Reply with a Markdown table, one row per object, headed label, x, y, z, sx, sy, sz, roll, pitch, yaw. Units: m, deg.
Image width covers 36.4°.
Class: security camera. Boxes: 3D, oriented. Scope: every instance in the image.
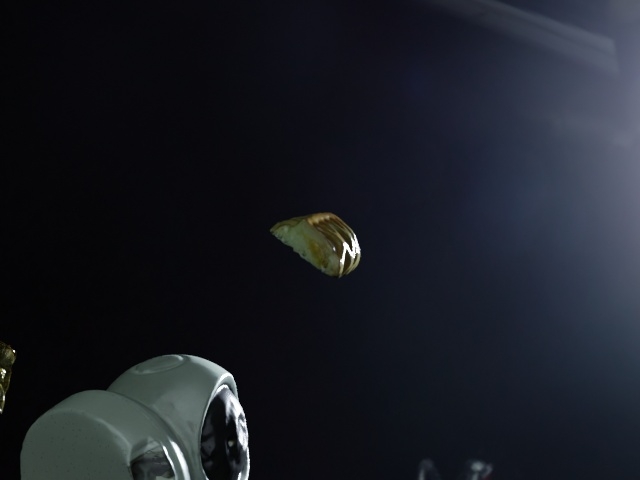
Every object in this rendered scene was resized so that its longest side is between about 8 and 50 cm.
| label | x | y | z | sx | sy | sz | roll | pitch | yaw |
| --- | --- | --- | --- | --- | --- | --- | --- | --- | --- |
| security camera | -0.179 | 0.227 | 1.058 | 0.194 | 0.195 | 0.236 | 40 | -152 | 16 |

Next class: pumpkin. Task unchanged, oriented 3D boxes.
| label | x | y | z | sx | sy | sz | roll | pitch | yaw |
| --- | --- | --- | --- | --- | --- | --- | --- | --- | --- |
| pumpkin | -0.375 | 0.146 | 1.075 | 0.054 | 0.074 | 0.083 | -5 | -120 | 21 |

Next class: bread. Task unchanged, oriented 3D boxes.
| label | x | y | z | sx | sy | sz | roll | pitch | yaw |
| --- | --- | --- | --- | --- | --- | --- | --- | --- | --- |
| bread | 0.000 | 0.000 | 1.489 | 0.128 | 0.232 | 0.088 | 28 | -87 | 8 |
